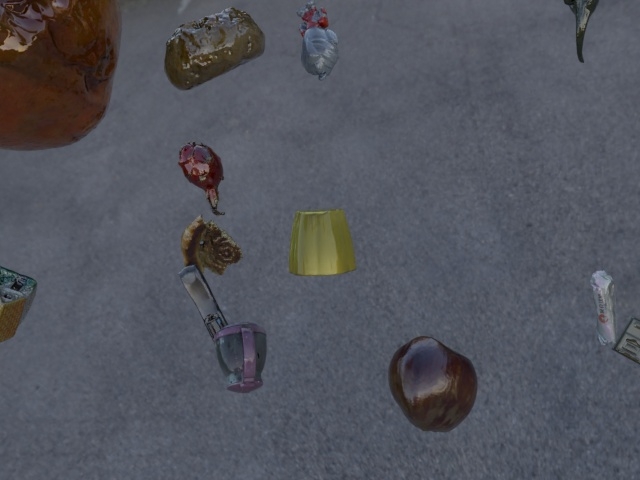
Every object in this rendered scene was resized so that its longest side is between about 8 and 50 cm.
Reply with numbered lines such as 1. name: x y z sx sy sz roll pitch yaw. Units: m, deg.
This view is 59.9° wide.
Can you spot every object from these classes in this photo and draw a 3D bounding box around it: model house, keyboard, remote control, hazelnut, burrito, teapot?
1. model house: -0.533 0.103 0.897 0.087 0.101 0.100 -62 15 17
2. keyboard: 0.413 0.140 0.641 0.129 0.015 0.049 30 98 22
3. remote control: -0.275 0.158 1.342 0.059 0.212 0.028 -28 2 20
4. hazelnut: 0.257 0.348 1.333 0.218 0.234 0.217 -36 36 32
5. burrito: 0.760 0.178 1.483 0.064 0.203 0.064 -12 11 2
6. teapot: -0.159 0.253 1.199 0.148 0.116 0.145 -30 58 36

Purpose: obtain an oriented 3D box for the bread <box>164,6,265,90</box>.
1. bread: -0.229 -0.412 1.183 0.230 0.122 0.230 -25 16 8

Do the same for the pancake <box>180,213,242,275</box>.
1. pancake: -0.401 0.036 1.907 0.213 0.257 0.056 -29 35 16

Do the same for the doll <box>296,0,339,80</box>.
1. doll: -0.008 -0.392 1.091 0.094 0.079 0.180 -24 70 34

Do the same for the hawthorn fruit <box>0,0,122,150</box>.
1. hawthorn fruit: -0.605 -0.389 1.076 0.472 0.471 0.471 -14 41 13

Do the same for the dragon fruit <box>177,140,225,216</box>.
1. dragon fruit: -0.355 -0.190 1.717 0.125 0.245 0.125 -18 5 -5

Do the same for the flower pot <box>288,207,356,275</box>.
1. flower pot: 0.000 0.000 1.574 0.195 0.179 0.195 -4 6 0

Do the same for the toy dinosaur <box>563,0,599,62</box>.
1. toy dinosaur: 0.633 -0.537 1.274 0.187 0.179 0.087 -45 17 -18
